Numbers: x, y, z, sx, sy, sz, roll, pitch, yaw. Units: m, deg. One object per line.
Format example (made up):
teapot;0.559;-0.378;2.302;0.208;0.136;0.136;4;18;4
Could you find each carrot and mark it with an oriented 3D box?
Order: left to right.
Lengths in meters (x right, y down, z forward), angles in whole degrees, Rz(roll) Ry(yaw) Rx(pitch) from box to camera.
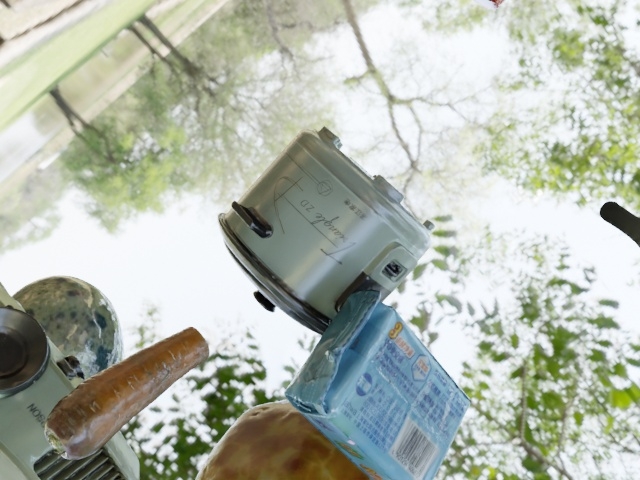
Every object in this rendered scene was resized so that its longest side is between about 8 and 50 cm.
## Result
carrot;-0.097;0.075;0.377;0.093;0.032;0.032;-35;-171;-39

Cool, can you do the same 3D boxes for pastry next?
pastry;-0.018;0.403;1.115;0.389;0.312;0.388;-21;-152;12

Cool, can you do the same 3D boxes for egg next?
egg;-0.289;0.128;0.819;0.141;0.141;0.181;-21;-116;49

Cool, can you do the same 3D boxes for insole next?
insole;0.465;-0.010;1.078;0.002;0.135;0.045;-21;145;-51

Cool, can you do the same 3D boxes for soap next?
soap;0.078;0.190;0.873;0.077;0.293;0.156;14;-119;47

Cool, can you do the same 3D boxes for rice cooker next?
rice cooker;0.000;0.000;0.957;0.227;0.280;0.241;-47;-127;5

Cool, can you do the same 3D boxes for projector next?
projector;-0.243;0.117;0.557;0.088;0.269;0.193;-37;169;-40

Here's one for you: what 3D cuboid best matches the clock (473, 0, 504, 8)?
clock;0.180;-0.301;0.698;0.155;0.061;0.113;-48;-124;12
